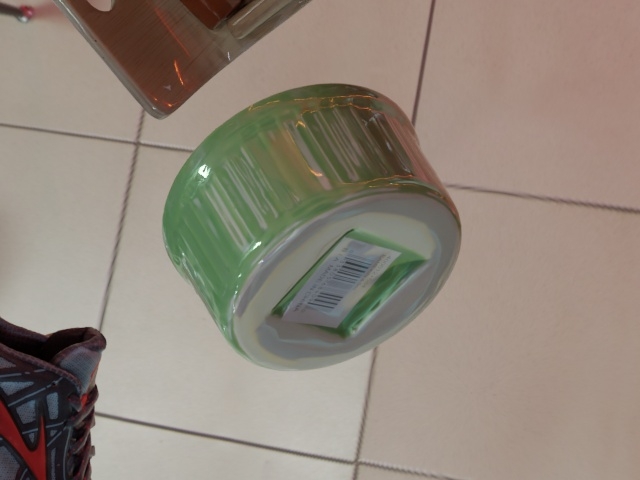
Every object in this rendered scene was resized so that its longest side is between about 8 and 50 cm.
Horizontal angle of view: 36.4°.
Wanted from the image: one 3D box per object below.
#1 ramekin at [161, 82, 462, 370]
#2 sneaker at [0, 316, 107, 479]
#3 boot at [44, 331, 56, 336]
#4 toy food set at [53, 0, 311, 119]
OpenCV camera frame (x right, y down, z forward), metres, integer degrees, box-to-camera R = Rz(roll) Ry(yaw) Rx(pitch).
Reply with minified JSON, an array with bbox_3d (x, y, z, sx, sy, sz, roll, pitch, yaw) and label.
[{"bbox_3d":[0.000,0.000,1.027,0.303,0.303,0.148,-33,52,3],"label":"ramekin"},{"bbox_3d":[-0.160,0.107,0.540,0.125,0.104,0.262,-36,117,-14],"label":"sneaker"},{"bbox_3d":[-0.283,0.245,0.894,0.295,0.104,0.211,-51,41,0],"label":"boot"},{"bbox_3d":[-0.051,-0.226,0.514,0.306,0.092,0.219,-29,108,32],"label":"toy food set"}]
